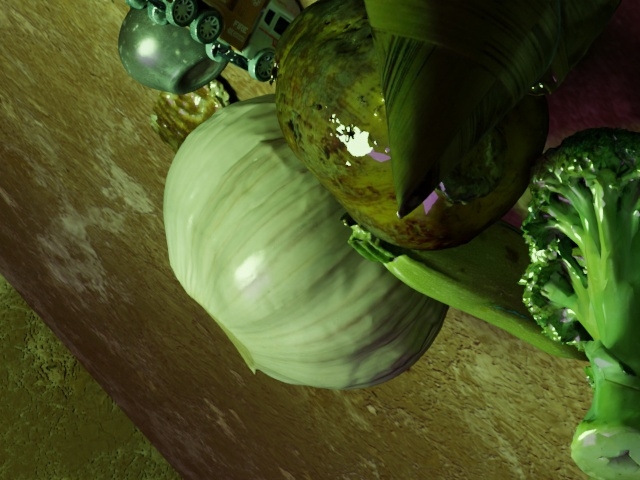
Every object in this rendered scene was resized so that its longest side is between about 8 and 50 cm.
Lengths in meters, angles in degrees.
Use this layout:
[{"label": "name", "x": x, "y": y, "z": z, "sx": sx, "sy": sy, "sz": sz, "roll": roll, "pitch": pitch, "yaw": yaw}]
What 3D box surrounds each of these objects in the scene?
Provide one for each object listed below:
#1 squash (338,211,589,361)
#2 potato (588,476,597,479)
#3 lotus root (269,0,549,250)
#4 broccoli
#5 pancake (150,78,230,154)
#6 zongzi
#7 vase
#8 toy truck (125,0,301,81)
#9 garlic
[{"label": "squash", "x": 0.139, "y": 0.022, "z": 1.620, "sx": 0.341, "sy": 0.094, "sz": 0.094, "roll": 25, "pitch": 177, "yaw": -39}, {"label": "potato", "x": 0.331, "y": 0.249, "z": 1.732, "sx": 0.235, "sy": 0.160, "sz": 0.178, "roll": 168, "pitch": 80, "yaw": -79}, {"label": "lotus root", "x": 0.061, "y": -0.098, "z": 1.450, "sx": 0.196, "sy": 0.179, "sz": 0.397, "roll": 30, "pitch": -176, "yaw": -16}, {"label": "broccoli", "x": 0.241, "y": 0.050, "z": 1.339, "sx": 0.269, "sy": 0.269, "sz": 0.254, "roll": 47, "pitch": 137, "yaw": -5}, {"label": "pancake", "x": -0.100, "y": -0.124, "z": 2.047, "sx": 0.266, "sy": 0.057, "sz": 0.244, "roll": 20, "pitch": 140, "yaw": 43}, {"label": "zongzi", "x": 0.055, "y": -0.188, "z": 1.184, "sx": 0.138, "sy": 0.300, "sz": 0.286, "roll": -22, "pitch": 111, "yaw": 46}, {"label": "vase", "x": -0.165, "y": -0.234, "z": 1.850, "sx": 0.183, "sy": 0.120, "sz": 0.120, "roll": 55, "pitch": 164, "yaw": 16}, {"label": "toy truck", "x": -0.088, "y": -0.228, "z": 1.698, "sx": 0.080, "sy": 0.115, "sz": 0.178, "roll": 27, "pitch": 177, "yaw": 42}, {"label": "garlic", "x": 0.000, "y": 0.000, "z": 1.770, "sx": 0.317, "sy": 0.259, "sz": 0.317, "roll": 54, "pitch": -173, "yaw": -10}]
